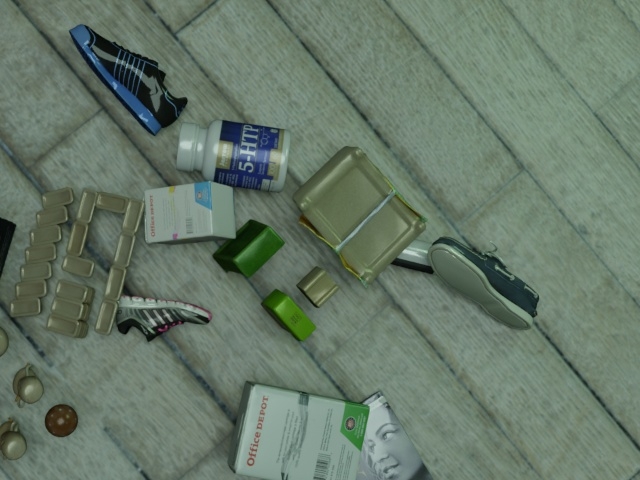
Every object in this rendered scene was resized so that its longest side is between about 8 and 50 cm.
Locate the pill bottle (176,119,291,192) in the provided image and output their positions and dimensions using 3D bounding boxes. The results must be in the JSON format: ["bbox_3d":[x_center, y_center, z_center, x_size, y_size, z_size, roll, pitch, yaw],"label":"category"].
[{"bbox_3d":[-0.150,-0.148,1.823,0.186,0.112,0.112,7,85,-6],"label":"pill bottle"}]

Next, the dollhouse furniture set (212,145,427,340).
[{"bbox_3d":[0.000,0.000,1.824,0.301,0.151,0.197,-44,103,-10],"label":"dollhouse furniture set"}]

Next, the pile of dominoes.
[{"bbox_3d":[-0.409,0.036,1.804,0.195,0.040,0.251,14,86,16],"label":"pile of dominoes"}]

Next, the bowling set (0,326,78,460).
[{"bbox_3d":[-0.514,0.288,1.749,0.199,0.154,0.287,24,81,-23],"label":"bowling set"}]

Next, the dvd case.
[{"bbox_3d":[0.093,0.400,1.856,0.164,0.018,0.221,-31,90,-8],"label":"dvd case"}]

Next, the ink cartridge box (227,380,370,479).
[{"bbox_3d":[-0.039,0.328,1.779,0.208,0.087,0.153,14,84,-14],"label":"ink cartridge box"}]

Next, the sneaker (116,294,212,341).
[{"bbox_3d":[-0.271,0.138,1.812,0.170,0.063,0.075,6,85,-1],"label":"sneaker"}]

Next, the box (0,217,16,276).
[{"bbox_3d":[-0.578,0.023,1.710,0.108,0.207,0.153,16,84,-5],"label":"box"}]

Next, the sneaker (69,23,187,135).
[{"bbox_3d":[-0.330,-0.293,1.833,0.090,0.081,0.232,-42,98,-11],"label":"sneaker"}]

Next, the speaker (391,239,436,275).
[{"bbox_3d":[0.150,0.020,1.873,0.136,0.055,0.055,14,84,-6],"label":"speaker"}]

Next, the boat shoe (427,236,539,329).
[{"bbox_3d":[0.290,0.062,1.847,0.254,0.095,0.079,35,64,-21],"label":"boat shoe"}]

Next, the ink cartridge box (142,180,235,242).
[{"bbox_3d":[-0.228,-0.044,1.798,0.143,0.090,0.092,-5,85,22],"label":"ink cartridge box"}]
